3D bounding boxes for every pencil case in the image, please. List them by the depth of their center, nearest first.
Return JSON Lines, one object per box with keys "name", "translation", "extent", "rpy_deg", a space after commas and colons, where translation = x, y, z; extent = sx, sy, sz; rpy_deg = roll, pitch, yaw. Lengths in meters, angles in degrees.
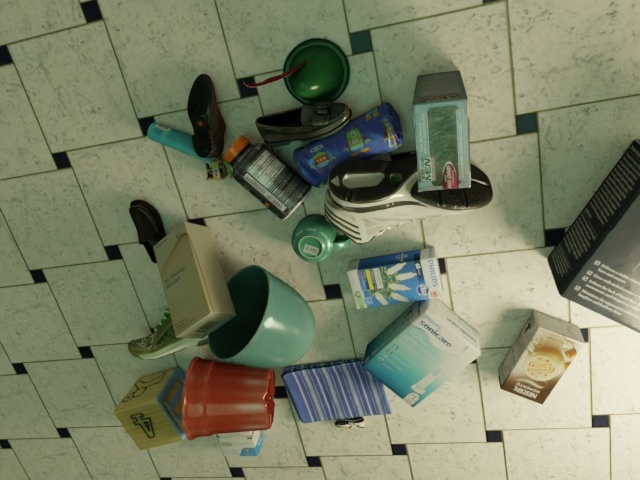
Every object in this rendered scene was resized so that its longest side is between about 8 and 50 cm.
{"name": "pencil case", "translation": [0.075, -0.245, 1.470], "extent": [0.306, 0.119, 0.133], "rpy_deg": [-25, 79, 22]}

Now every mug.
{"name": "mug", "translation": [-0.008, -0.006, 1.615], "extent": [0.157, 0.097, 0.129], "rpy_deg": [-24, 108, 22]}

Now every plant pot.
{"name": "plant pot", "translation": [-0.159, 0.252, 1.674], "extent": [0.235, 0.293, 0.293], "rpy_deg": [29, 122, -35]}
{"name": "plant pot", "translation": [-0.294, 0.528, 1.854], "extent": [0.264, 0.272, 0.273], "rpy_deg": [0, 115, 4]}

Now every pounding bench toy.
{"name": "pounding bench toy", "translation": [-0.288, -0.213, 1.603], "extent": [0.083, 0.052, 0.065], "rpy_deg": [2, 115, 11]}

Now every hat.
{"name": "hat", "translation": [-0.038, -0.398, 1.386], "extent": [0.208, 0.183, 0.173], "rpy_deg": [-30, 106, 23]}

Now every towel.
{"name": "towel", "translation": [0.052, 0.518, 1.885], "extent": [0.335, 0.040, 0.243], "rpy_deg": [-12, 113, 17]}

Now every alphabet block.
{"name": "alphabet block", "translation": [-0.571, 0.598, 1.975], "extent": [0.197, 0.192, 0.194], "rpy_deg": [-19, 108, 21]}

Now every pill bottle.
{"name": "pill bottle", "translation": [-0.154, -0.182, 1.546], "extent": [0.245, 0.130, 0.130], "rpy_deg": [41, 116, -8]}

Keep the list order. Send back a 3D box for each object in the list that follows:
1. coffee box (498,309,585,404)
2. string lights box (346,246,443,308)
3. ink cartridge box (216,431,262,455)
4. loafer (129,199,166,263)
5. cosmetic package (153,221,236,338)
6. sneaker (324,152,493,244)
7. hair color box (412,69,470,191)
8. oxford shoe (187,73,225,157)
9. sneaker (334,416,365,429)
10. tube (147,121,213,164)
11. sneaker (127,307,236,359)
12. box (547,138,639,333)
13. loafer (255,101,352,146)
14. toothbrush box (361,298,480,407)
{"name": "coffee box", "translation": [0.647, 0.348, 1.641], "extent": [0.141, 0.098, 0.247], "rpy_deg": [20, 117, 3]}
{"name": "string lights box", "translation": [0.221, 0.111, 1.633], "extent": [0.259, 0.077, 0.133], "rpy_deg": [-10, 111, 16]}
{"name": "ink cartridge box", "translation": [-0.304, 0.689, 2.019], "extent": [0.139, 0.082, 0.191], "rpy_deg": [-6, 112, 14]}
{"name": "loafer", "translation": [-0.534, -0.024, 1.731], "extent": [0.080, 0.078, 0.220], "rpy_deg": [-17, 110, 19]}
{"name": "cosmetic package", "translation": [-0.378, 0.119, 1.651], "extent": [0.160, 0.113, 0.310], "rpy_deg": [-36, 63, 25]}
{"name": "sneaker", "translation": [0.221, -0.107, 1.513], "extent": [0.447, 0.169, 0.257], "rpy_deg": [0, 156, -10]}
{"name": "hair color box", "translation": [0.277, -0.265, 1.274], "extent": [0.113, 0.374, 0.186], "rpy_deg": [-3, 115, 13]}
{"name": "oxford shoe", "translation": [-0.311, -0.343, 1.536], "extent": [0.082, 0.096, 0.227], "rpy_deg": [2, 98, 26]}
{"name": "sneaker", "translation": [0.103, 0.645, 1.934], "extent": [0.109, 0.040, 0.044], "rpy_deg": [-6, 116, 15]}
{"name": "tube", "translation": [-0.391, -0.281, 1.587], "extent": [0.207, 0.080, 0.052], "rpy_deg": [22, 148, 6]}
{"name": "sneaker", "translation": [-0.472, 0.268, 1.842], "extent": [0.410, 0.158, 0.182], "rpy_deg": [-18, 94, 15]}
{"name": "box", "translation": [0.816, 0.002, 1.377], "extent": [0.293, 0.212, 0.396], "rpy_deg": [26, 118, 0]}
{"name": "loafer", "translation": [-0.051, -0.314, 1.456], "extent": [0.267, 0.096, 0.084], "rpy_deg": [-11, 143, 27]}
{"name": "toothbrush box", "translation": [0.306, 0.334, 1.693], "extent": [0.216, 0.126, 0.295], "rpy_deg": [38, 117, -6]}
